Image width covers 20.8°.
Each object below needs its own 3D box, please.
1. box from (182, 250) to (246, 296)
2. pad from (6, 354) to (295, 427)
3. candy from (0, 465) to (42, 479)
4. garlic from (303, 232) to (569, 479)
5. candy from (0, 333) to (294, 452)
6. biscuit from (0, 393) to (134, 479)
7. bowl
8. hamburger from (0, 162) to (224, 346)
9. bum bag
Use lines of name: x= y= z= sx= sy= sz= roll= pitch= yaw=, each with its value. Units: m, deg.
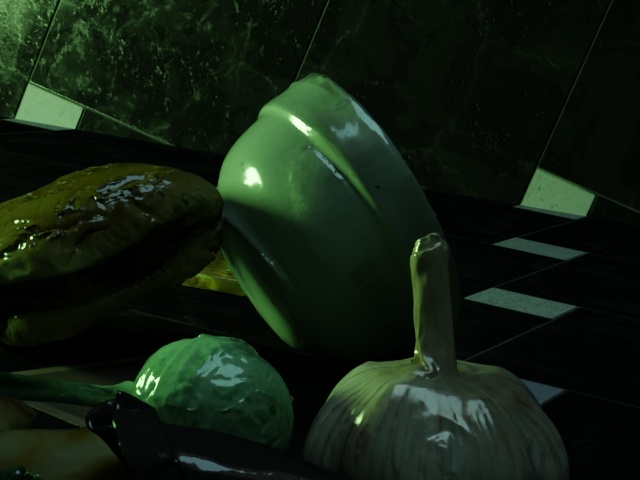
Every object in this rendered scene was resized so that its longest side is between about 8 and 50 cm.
box: x=-0.118 y=0.038 z=2.134 sx=0.089 sy=0.022 sz=0.156 roll=9 pitch=9 yaw=8
pad: x=-0.162 y=0.135 z=1.578 sx=0.176 sy=0.002 sz=0.266 roll=16 pitch=12 yaw=37
candy: x=-0.182 y=0.137 z=0.990 sx=0.323 sy=0.097 sz=0.097 roll=38 pitch=20 yaw=19
garlic: x=0.095 y=0.107 z=1.314 sx=0.199 sy=0.226 sz=0.199 roll=4 pitch=6 yaw=0
candy: x=-0.221 y=0.117 z=1.387 sx=0.440 sy=0.119 sz=0.119 roll=6 pitch=7 yaw=27
biscuit: x=-0.228 y=0.165 z=1.159 sx=0.237 sy=0.062 sz=0.291 roll=12 pitch=10 yaw=15
bowl: x=0.000 y=0.000 z=1.794 sx=0.163 sy=0.307 sz=0.307 roll=-33 pitch=24 yaw=-15
hamburger: x=-0.229 y=-0.003 z=1.705 sx=0.265 sy=0.134 sz=0.285 roll=-29 pitch=16 yaw=-17
bum bag: x=-0.006 y=0.185 z=1.123 sx=0.326 sy=0.079 sz=0.142 roll=22 pitch=4 yaw=-1
